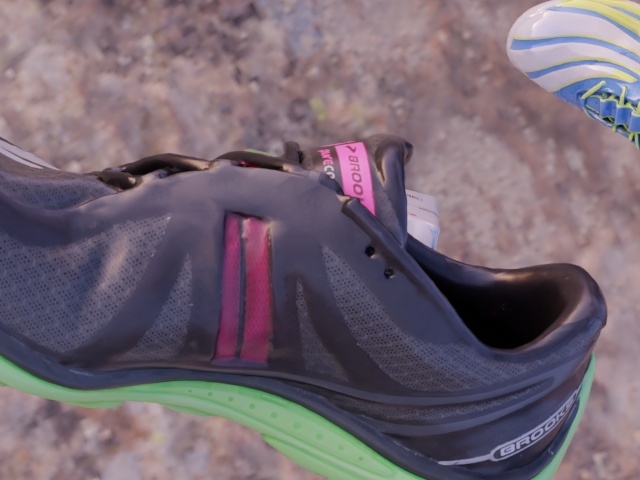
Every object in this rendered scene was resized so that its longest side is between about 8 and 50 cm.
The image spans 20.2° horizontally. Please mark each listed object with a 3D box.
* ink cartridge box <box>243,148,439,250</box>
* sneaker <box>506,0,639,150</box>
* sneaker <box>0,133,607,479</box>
[{"bbox_3d":[0.000,0.000,1.306,0.219,0.160,0.092,-59,164,-82],"label":"ink cartridge box"},{"bbox_3d":[0.251,-0.103,1.318,0.240,0.091,0.126,16,32,-1],"label":"sneaker"},{"bbox_3d":[-0.046,0.005,1.032,0.483,0.202,0.185,20,24,-25],"label":"sneaker"}]
